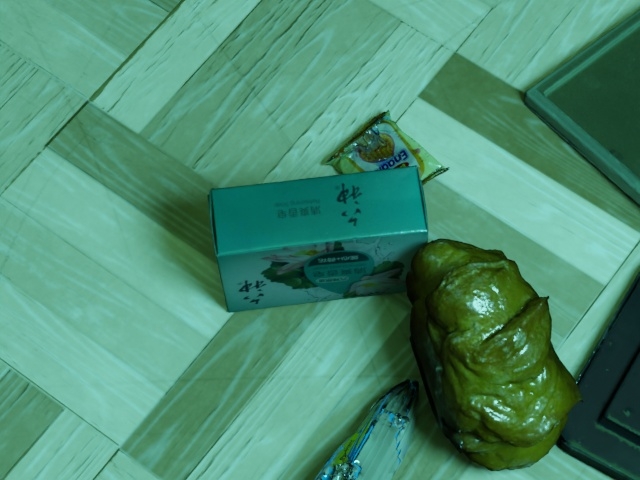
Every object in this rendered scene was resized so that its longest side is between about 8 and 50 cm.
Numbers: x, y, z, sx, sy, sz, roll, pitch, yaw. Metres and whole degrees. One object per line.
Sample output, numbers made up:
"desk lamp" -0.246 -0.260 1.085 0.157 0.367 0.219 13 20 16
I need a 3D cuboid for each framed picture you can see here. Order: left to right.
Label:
"framed picture" 0.516 -0.128 2.085 0.326 0.028 0.446 -36 62 -16

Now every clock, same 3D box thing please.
"clock" 0.439 0.176 1.939 0.279 0.049 0.273 27 66 14

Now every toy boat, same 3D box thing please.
"toy boat" 0.062 0.236 1.916 0.084 0.066 0.210 43 57 -15

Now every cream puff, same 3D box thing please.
"cream puff" 0.180 0.126 1.887 0.155 0.241 0.269 -24 99 -6

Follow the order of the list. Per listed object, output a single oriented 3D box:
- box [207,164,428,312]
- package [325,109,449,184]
"box" 0.000 0.000 1.986 0.245 0.153 0.092 -8 63 0
"package" 0.079 -0.094 2.100 0.108 0.031 0.121 -39 68 -17
